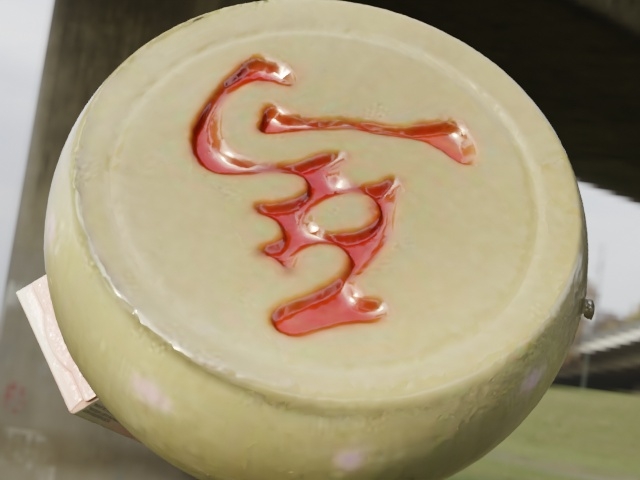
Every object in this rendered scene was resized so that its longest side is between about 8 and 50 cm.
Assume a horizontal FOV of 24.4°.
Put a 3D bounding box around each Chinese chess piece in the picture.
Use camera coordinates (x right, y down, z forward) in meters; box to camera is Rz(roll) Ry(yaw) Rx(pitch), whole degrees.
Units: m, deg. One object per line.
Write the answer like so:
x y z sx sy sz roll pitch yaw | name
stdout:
0.000 0.000 0.733 0.273 0.273 0.102 9 -36 -4 | Chinese chess piece

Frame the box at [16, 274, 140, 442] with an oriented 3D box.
-0.127 0.071 0.911 0.043 0.089 0.125 -31 -21 5 | box
